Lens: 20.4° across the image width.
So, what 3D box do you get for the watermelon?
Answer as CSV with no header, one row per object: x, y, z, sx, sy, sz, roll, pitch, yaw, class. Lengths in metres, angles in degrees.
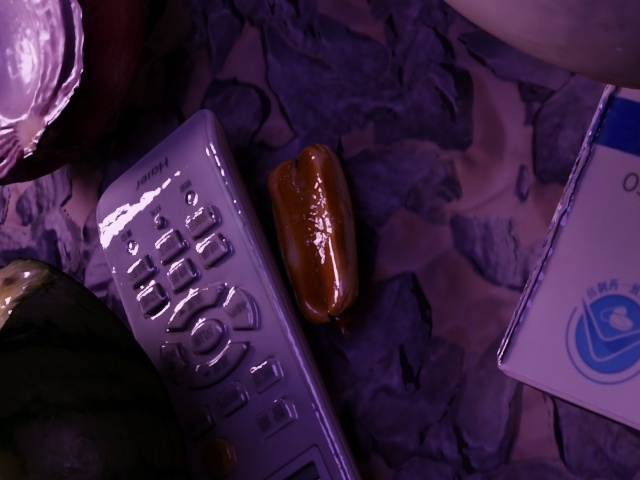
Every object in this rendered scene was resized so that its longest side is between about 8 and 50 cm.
-0.172,0.164,1.031,0.331,0.189,0.331,179,90,-64,watermelon

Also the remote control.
-0.046,0.073,1.066,0.109,0.055,0.313,-36,62,28,remote control

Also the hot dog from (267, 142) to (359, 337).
0.000,0.000,1.066,0.056,0.041,0.133,-27,54,24,hot dog

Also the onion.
-0.212,-0.185,1.181,0.227,0.120,0.283,-33,83,43,onion

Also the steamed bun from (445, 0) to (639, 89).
0.190,-0.204,0.836,0.374,0.241,0.374,-8,34,5,steamed bun

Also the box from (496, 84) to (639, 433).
0.268,0.034,0.849,0.343,0.065,0.200,21,88,37,box
